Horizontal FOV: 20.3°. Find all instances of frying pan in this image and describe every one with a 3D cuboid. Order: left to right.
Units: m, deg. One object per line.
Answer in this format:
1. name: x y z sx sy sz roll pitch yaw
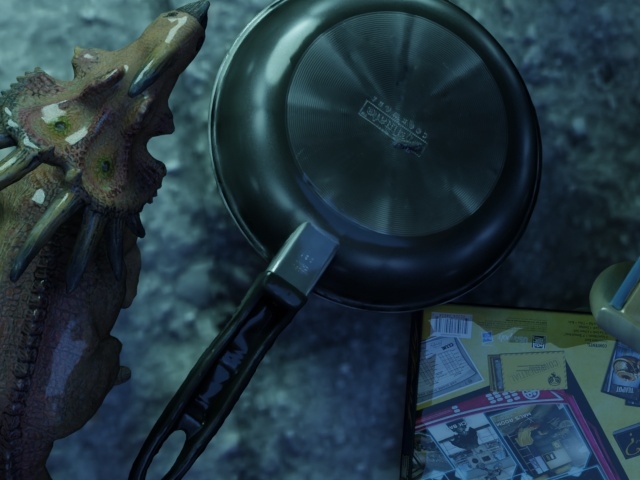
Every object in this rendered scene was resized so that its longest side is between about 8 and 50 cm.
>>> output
1. frying pan: -0.015 -0.026 0.970 0.326 0.053 0.197 -33 88 -21

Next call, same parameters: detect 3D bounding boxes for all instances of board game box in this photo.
1. board game box: 0.169 0.124 1.026 0.243 0.042 0.165 5 89 -5

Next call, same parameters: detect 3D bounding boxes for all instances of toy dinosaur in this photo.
1. toy dinosaur: -0.136 0.030 0.878 0.127 0.200 0.295 3 90 -16

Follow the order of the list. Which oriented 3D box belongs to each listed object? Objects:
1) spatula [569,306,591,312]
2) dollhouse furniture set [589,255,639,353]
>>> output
1. spatula: 0.239 0.141 1.081 0.242 0.019 0.168 13 86 -15
2. dollhouse furniture set: 0.134 -0.117 0.992 0.303 0.286 0.198 34 108 11
